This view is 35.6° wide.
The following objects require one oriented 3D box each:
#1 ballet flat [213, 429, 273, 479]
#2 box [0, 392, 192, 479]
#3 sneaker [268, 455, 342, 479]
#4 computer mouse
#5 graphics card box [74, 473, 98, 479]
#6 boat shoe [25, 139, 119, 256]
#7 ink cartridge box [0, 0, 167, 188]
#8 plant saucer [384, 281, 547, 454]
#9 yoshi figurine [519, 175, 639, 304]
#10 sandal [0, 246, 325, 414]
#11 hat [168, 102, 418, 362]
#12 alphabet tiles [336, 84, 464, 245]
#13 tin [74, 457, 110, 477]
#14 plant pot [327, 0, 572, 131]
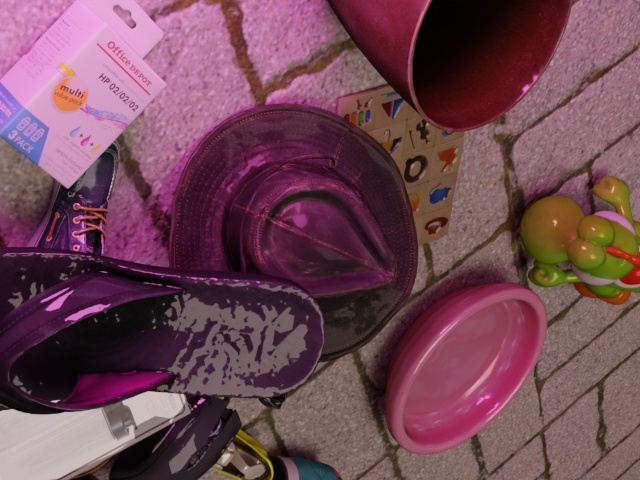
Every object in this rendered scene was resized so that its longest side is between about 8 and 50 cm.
[{"bbox_3d":[-0.135,0.290,1.392,0.077,0.077,0.231,-47,140,0],"label":"ballet flat"},{"bbox_3d":[-0.305,0.176,1.096,0.290,0.087,0.169,-27,114,-24],"label":"box"},{"bbox_3d":[-0.041,0.469,1.596,0.179,0.124,0.295,7,115,-35],"label":"sneaker"},{"bbox_3d":[-0.169,0.229,1.261,0.262,0.060,0.184,-36,129,-6],"label":"computer mouse"},{"bbox_3d":[-0.414,0.482,1.282,0.371,0.094,0.232,-29,137,-23],"label":"graphics card box"},{"bbox_3d":[-0.244,-0.019,1.038,0.065,0.083,0.183,10,113,-46],"label":"boat shoe"},{"bbox_3d":[-0.226,-0.153,0.964,0.181,0.061,0.104,-47,141,-2],"label":"ink cartridge box"},{"bbox_3d":[0.229,0.200,1.647,0.332,0.084,0.332,-24,135,-26],"label":"plant saucer"},{"bbox_3d":[0.438,0.001,1.650,0.203,0.203,0.362,-16,165,23],"label":"yoshi figurine"},{"bbox_3d":[-0.207,0.095,0.978,0.446,0.107,0.167,-1,105,-15],"label":"sandal"},{"bbox_3d":[0.000,0.000,1.135,0.332,0.134,0.331,-3,96,-26],"label":"hat"},{"bbox_3d":[0.080,-0.060,1.359,0.285,0.011,0.342,-20,133,-30],"label":"alphabet tiles"},{"bbox_3d":[-0.279,0.209,1.230,0.106,0.040,0.189,16,109,-43],"label":"tin"},{"bbox_3d":[0.105,-0.261,1.045,0.215,0.230,0.215,-24,135,-26],"label":"plant pot"}]
